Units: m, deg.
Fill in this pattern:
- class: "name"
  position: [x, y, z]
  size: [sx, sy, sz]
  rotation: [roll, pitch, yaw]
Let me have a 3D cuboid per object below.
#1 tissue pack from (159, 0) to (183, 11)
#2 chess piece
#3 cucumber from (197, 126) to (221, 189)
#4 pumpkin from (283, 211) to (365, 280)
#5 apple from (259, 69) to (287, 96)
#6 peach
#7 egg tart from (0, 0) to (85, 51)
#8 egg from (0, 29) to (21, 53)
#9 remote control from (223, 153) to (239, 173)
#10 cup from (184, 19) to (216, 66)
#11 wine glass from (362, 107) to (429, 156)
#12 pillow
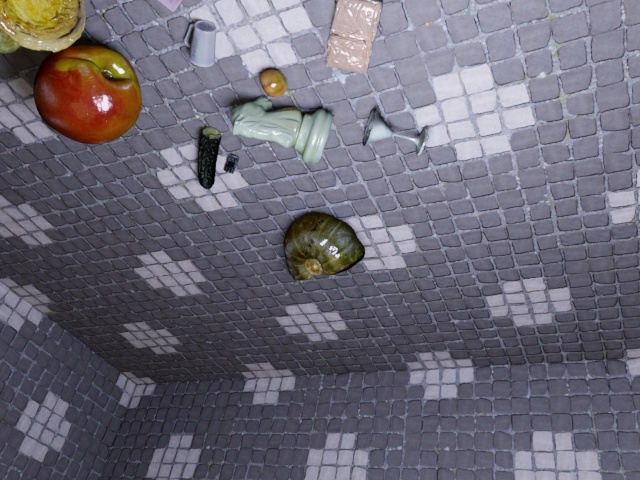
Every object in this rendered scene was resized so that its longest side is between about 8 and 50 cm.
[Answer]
- class: "tissue pack"
  position: [-0.355, -0.716, 1.455]
  size: [0.149, 0.092, 0.246]
  rotation: [36, 136, -25]
- class: "chess piece"
  position: [-0.122, -0.352, 1.773]
  size: [0.299, 0.175, 0.175]
  rotation: [16, 141, -7]
- class: "cucumber"
  position: [-0.392, -0.272, 2.024]
  size: [0.072, 0.072, 0.300]
  rotation: [16, 141, -4]
- class: "pumpkin"
  position: [0.000, 0.000, 2.179]
  size: [0.325, 0.242, 0.232]
  rotation: [-12, 106, 33]
- class: "apple"
  position: [-0.138, -0.466, 1.717]
  size: [0.071, 0.084, 0.084]
  rotation: [-30, 130, 7]
- class: "peach"
  position: [-0.697, -0.431, 1.744]
  size: [0.308, 0.307, 0.333]
  rotation: [38, 145, -28]
- class: "egg tart"
  position: [-0.776, -0.635, 1.545]
  size: [0.107, 0.290, 0.290]
  rotation: [6, 145, 41]
- class: "egg"
  position: [-0.946, -0.638, 1.599]
  size: [0.239, 0.238, 0.289]
  rotation: [-7, 160, 23]
- class: "remote control"
  position: [-0.314, -0.272, 2.049]
  size: [0.039, 0.014, 0.096]
  rotation: [21, 142, -10]
- class: "cup"
  position: [-0.346, -0.569, 1.662]
  size: [0.104, 0.074, 0.116]
  rotation: [37, 140, 15]
- class: "wine glass"
  position: [0.229, -0.321, 1.770]
  size: [0.183, 0.122, 0.122]
  rotation: [15, 141, -6]
- class: "pillow"
  position: [0.087, -0.556, 1.578]
  size: [0.126, 0.043, 0.232]
  rotation: [17, 144, 2]
